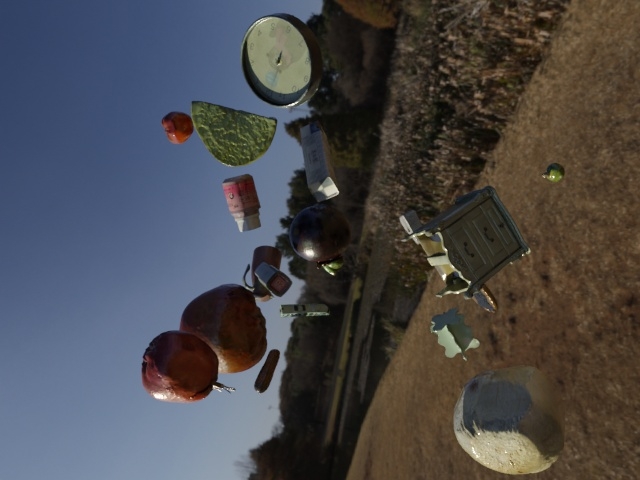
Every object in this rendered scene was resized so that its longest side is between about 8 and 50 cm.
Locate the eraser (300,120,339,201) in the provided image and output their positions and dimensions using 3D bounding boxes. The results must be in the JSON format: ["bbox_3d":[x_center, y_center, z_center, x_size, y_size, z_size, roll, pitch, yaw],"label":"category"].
[{"bbox_3d":[-0.008,-0.330,1.827,0.403,0.098,0.096,-99,-18,-44],"label":"eraser"}]

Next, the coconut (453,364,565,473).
[{"bbox_3d":[0.690,0.642,1.677,0.415,0.416,0.344,-70,-29,-72],"label":"coconut"}]

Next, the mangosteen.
[{"bbox_3d":[0.000,0.000,2.216,0.306,0.306,0.359,-72,-16,-67],"label":"mangosteen"}]

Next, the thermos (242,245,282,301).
[{"bbox_3d":[-0.286,0.166,2.202,0.146,0.177,0.264,-45,30,45],"label":"thermos"}]

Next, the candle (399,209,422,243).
[{"bbox_3d":[0.458,-0.082,2.274,0.168,0.068,0.192,62,179,-44],"label":"candle"}]

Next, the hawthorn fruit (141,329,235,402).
[{"bbox_3d":[-0.395,0.395,1.365,0.211,0.299,0.211,-155,90,-84],"label":"hawthorn fruit"}]

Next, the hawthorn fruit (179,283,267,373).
[{"bbox_3d":[-0.430,0.382,1.934,0.403,0.403,0.402,9,-90,-87],"label":"hawthorn fruit"}]

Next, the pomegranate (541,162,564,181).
[{"bbox_3d":[0.914,-0.262,1.777,0.085,0.073,0.073,-36,7,12],"label":"pomegranate"}]

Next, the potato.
[{"bbox_3d":[-0.332,-0.408,1.777,0.280,0.331,0.212,-80,4,-78],"label":"potato"}]

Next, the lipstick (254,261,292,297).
[{"bbox_3d":[-0.177,0.134,1.623,0.077,0.079,0.253,-50,17,-9],"label":"lipstick"}]

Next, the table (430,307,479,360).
[{"bbox_3d":[0.620,0.439,2.083,0.198,0.167,0.166,57,-164,-13],"label":"table"}]

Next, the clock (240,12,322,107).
[{"bbox_3d":[-0.127,-0.550,1.402,0.055,0.281,0.280,-43,-33,-50],"label":"clock"}]

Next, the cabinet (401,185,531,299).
[{"bbox_3d":[0.525,0.014,1.657,0.289,0.318,0.227,58,162,-3],"label":"cabinet"}]

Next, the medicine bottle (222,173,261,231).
[{"bbox_3d":[-0.346,-0.169,2.040,0.147,0.147,0.246,-65,-37,-77],"label":"medicine bottle"}]

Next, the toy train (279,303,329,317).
[{"bbox_3d":[-0.058,0.273,1.777,0.047,0.208,0.043,119,145,-48],"label":"toy train"}]

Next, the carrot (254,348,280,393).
[{"bbox_3d":[-0.209,0.518,1.801,0.060,0.060,0.186,56,-121,-85],"label":"carrot"}]

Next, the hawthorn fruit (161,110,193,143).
[{"bbox_3d":[-0.549,-0.440,1.762,0.125,0.140,0.125,-171,90,-76],"label":"hawthorn fruit"}]

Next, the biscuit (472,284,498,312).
[{"bbox_3d":[0.715,0.222,2.078,0.037,0.262,0.262,-38,-8,-4],"label":"biscuit"}]
